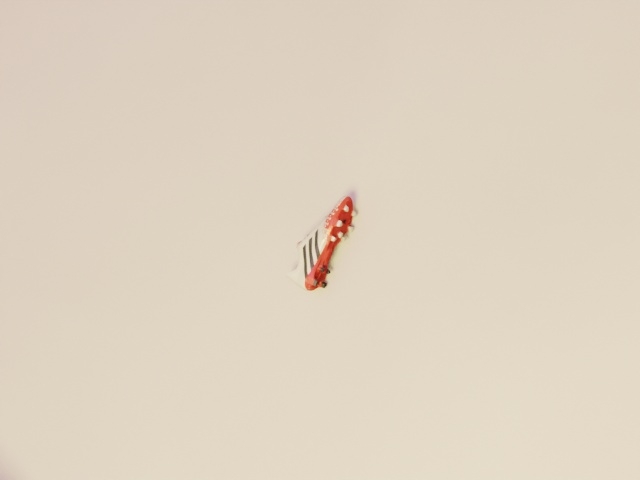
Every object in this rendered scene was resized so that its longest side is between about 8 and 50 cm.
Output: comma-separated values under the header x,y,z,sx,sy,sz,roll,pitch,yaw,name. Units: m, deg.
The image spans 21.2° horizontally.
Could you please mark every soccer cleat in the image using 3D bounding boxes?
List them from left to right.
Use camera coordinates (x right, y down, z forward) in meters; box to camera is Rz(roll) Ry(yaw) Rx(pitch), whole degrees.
x,y,z,sx,sy,sz,roll,pitch,yaw,name
0.000,0.000,1.375,0.036,0.029,0.083,23,90,30,soccer cleat
